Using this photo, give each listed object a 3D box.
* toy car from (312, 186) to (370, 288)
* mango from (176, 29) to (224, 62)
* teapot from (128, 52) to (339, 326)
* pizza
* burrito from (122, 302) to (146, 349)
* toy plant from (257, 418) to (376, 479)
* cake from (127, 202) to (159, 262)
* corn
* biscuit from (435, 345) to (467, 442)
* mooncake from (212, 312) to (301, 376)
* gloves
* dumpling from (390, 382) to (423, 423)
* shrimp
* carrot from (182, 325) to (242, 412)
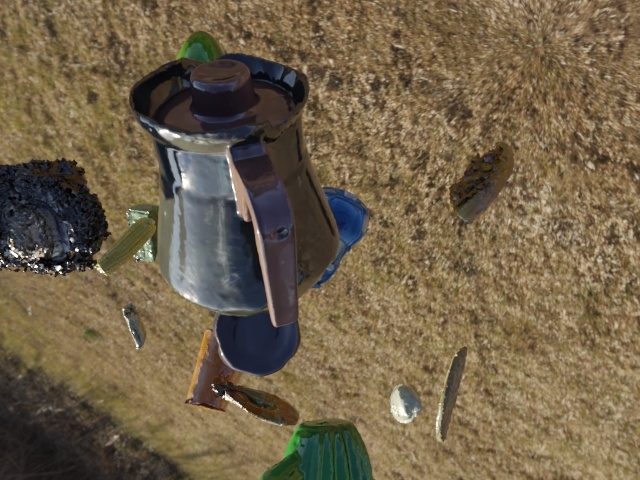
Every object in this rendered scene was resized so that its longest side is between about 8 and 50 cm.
[{"bbox_3d":[0.000,0.000,1.280,0.198,0.165,0.314,25,129,-18],"label":"toy car"},{"bbox_3d":[-0.349,-0.398,1.371,0.201,0.225,0.381,4,106,-12],"label":"mango"},{"bbox_3d":[-0.115,-0.063,0.711,0.306,0.376,0.361,-17,134,-13],"label":"teapot"},{"bbox_3d":[0.411,-0.159,1.236,0.085,0.305,0.161,45,147,-17],"label":"pizza"},{"bbox_3d":[-0.598,0.275,1.548,0.041,0.055,0.149,-15,99,39],"label":"burrito"},{"bbox_3d":[0.016,0.298,0.469,0.088,0.155,0.240,-15,97,44],"label":"toy plant"},{"bbox_3d":[-0.681,-0.033,1.876,0.100,0.099,0.235,9,120,8],"label":"cake"},{"bbox_3d":[-0.551,0.014,1.362,0.067,0.206,0.067,35,161,14],"label":"corn"},{"bbox_3d":[0.374,0.440,1.389,0.038,0.141,0.289,13,76,27],"label":"biscuit"},{"bbox_3d":[-0.173,0.244,1.295,0.244,0.245,0.133,52,163,-2],"label":"mooncake"},{"bbox_3d":[-0.493,-0.044,0.787,0.313,0.135,0.210,16,102,-2],"label":"gloves"},{"bbox_3d":[0.149,0.292,0.859,0.076,0.057,0.052,42,169,36],"label":"dumpling"},{"bbox_3d":[-0.202,0.481,1.413,0.295,0.154,0.062,13,89,19],"label":"shrimp"},{"bbox_3d":[-0.335,0.438,1.598,0.196,0.254,0.196,12,153,6],"label":"carrot"}]
